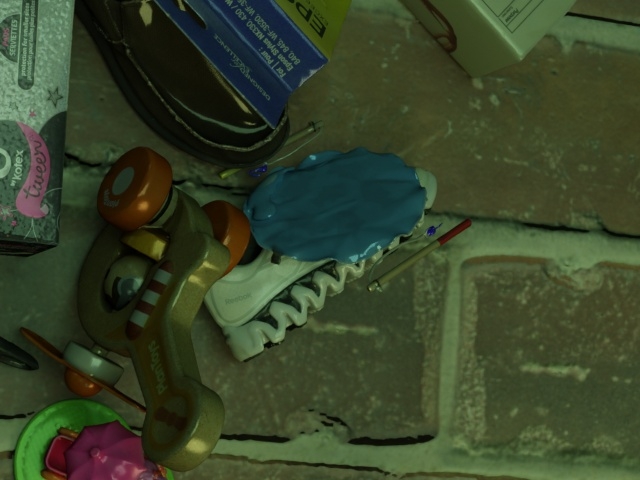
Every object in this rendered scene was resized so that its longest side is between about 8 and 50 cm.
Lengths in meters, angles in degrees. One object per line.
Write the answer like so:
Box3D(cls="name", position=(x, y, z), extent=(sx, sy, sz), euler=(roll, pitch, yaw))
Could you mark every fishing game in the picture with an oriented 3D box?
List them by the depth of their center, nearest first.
Box3D(cls="fishing game", position=(0.016, -0.029, 1.951), extent=(0.189, 0.264, 0.041), euler=(-33, 135, -27))

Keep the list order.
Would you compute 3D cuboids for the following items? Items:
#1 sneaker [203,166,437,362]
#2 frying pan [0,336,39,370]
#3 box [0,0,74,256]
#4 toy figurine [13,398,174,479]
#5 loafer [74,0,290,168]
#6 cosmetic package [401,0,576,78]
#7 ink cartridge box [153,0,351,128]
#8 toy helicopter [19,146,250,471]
Box3D(cls="sneaker", position=(0.000, 0.000, 2.008), extent=(0.292, 0.110, 0.118), euler=(-37, 90, -20))
Box3D(cls="frying pan", position=(-0.392, 0.037, 1.811), extent=(0.326, 0.197, 0.053), euler=(16, 65, -19))
Box3D(cls="box", position=(-0.334, -0.116, 1.868), extent=(0.163, 0.142, 0.247), euler=(6, 84, -20))
Box3D(cls="toy figurine", position=(-0.201, 0.229, 1.880), extent=(0.173, 0.159, 0.130), euler=(26, 77, -17))
Box3D(cls="loafer", position=(-0.163, -0.222, 1.946), extent=(0.134, 0.130, 0.366), euler=(-46, 101, -17))
Box3D(cls="cosmetic package", position=(0.137, -0.336, 2.069), extent=(0.296, 0.129, 0.153), euler=(48, 71, -10))
Box3D(cls="ink cartridge box", position=(-0.098, -0.298, 1.898), extent=(0.072, 0.307, 0.303), euler=(-36, 109, 23))
Box3D(cls="toy helicopter", position=(-0.170, 0.095, 1.829), extent=(0.235, 0.355, 0.140), euler=(-43, 126, 17))
